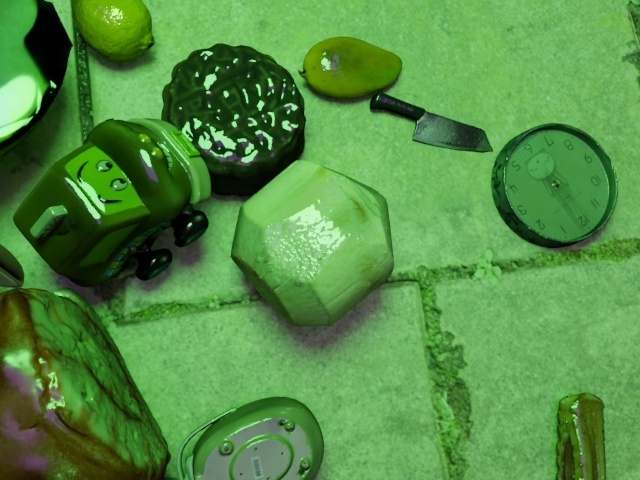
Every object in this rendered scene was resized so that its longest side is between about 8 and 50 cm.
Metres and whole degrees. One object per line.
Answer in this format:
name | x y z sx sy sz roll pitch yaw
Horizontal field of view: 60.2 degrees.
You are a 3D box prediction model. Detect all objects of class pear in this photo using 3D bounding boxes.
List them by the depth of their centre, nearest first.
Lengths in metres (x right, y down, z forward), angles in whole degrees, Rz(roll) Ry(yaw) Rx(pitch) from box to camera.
pear | -0.547 -0.236 0.763 0.398 0.165 0.399 5 70 -13

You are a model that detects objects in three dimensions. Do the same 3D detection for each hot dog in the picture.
hot dog | 0.402 0.384 0.856 0.083 0.068 0.289 14 74 -29

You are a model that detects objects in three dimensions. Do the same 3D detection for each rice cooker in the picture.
rice cooker | -0.092 0.303 0.771 0.206 0.127 0.145 -21 83 -19

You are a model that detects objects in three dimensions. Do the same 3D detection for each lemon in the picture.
lemon | -0.317 -0.335 0.850 0.133 0.109 0.109 29 78 -9

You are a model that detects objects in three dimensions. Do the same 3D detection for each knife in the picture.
knife | 0.191 -0.192 0.943 0.230 0.028 0.060 16 91 -8

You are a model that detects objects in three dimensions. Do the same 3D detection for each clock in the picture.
clock | 0.401 -0.095 0.943 0.215 0.042 0.215 1 81 -8

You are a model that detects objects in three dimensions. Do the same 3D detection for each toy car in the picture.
toy car | -0.286 -0.043 0.727 0.248 0.198 0.204 -40 88 20

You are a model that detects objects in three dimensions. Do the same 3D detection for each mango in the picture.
mango | 0.052 -0.288 0.919 0.187 0.066 0.101 -3 83 -15

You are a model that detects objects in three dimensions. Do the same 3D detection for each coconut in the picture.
coconut | -0.003 -0.002 0.791 0.241 0.241 0.241 1 81 -8

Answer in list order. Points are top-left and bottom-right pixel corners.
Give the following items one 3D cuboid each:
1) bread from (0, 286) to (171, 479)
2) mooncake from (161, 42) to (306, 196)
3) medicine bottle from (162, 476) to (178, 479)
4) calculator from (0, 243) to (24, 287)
bread | -0.296 0.192 0.658 0.114 0.327 0.295 -32 89 -13
mooncake | -0.129 -0.188 0.846 0.228 0.124 0.228 1 79 -7
medicine bottle | -0.226 0.423 0.736 0.094 0.119 0.188 -2 81 -13
calculator | -0.547 -0.015 0.676 0.329 0.220 0.048 39 44 -36
